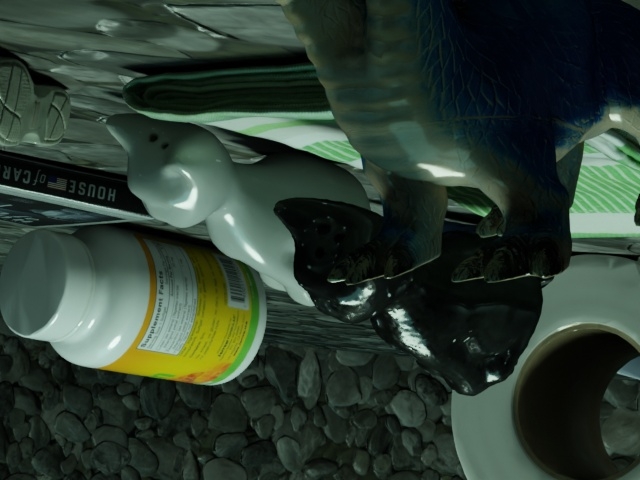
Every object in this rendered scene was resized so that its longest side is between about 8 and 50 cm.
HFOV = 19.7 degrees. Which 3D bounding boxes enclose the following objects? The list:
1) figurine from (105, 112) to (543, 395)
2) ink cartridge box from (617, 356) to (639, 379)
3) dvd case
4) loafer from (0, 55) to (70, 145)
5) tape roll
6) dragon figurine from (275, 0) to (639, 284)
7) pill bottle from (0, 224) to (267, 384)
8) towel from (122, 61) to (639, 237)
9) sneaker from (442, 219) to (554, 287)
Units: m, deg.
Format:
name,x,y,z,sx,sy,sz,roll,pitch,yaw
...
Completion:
name,x,y,z,sx,sy,sz,roll,pitch,yaw
figurine,-0.004,-0.004,1.059,0.215,0.092,0.209,27,-179,32
ink cartridge box,0.327,0.106,1.744,0.186,0.065,0.311,12,-176,-37
dvd case,-0.258,-0.041,1.441,0.179,0.029,0.239,12,172,-30
loafer,-0.172,-0.074,0.983,0.039,0.045,0.125,13,178,13
tape roll,0.253,0.142,1.525,0.246,0.246,0.169,3,172,34
dragon figurine,0.059,-0.070,0.528,0.085,0.144,0.289,0,-171,42
pill bottle,-0.181,0.059,1.763,0.136,0.136,0.246,2,171,43
towel,0.096,-0.042,0.975,0.248,0.038,0.325,2,172,45
sneaker,0.103,0.012,1.341,0.152,0.058,0.085,6,-179,-29
